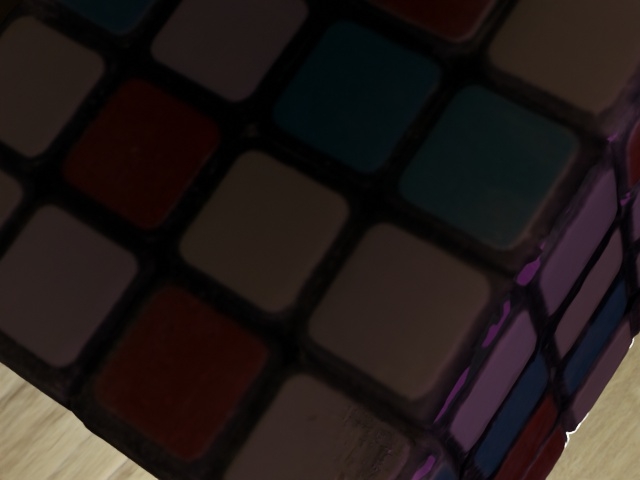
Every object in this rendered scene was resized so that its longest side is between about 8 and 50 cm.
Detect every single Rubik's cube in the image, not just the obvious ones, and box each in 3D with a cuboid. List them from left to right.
[{"bbox_3d":[0.001,0.000,0.606,0.253,0.256,0.259,-55,157,-11],"label":"Rubik's cube"}]
